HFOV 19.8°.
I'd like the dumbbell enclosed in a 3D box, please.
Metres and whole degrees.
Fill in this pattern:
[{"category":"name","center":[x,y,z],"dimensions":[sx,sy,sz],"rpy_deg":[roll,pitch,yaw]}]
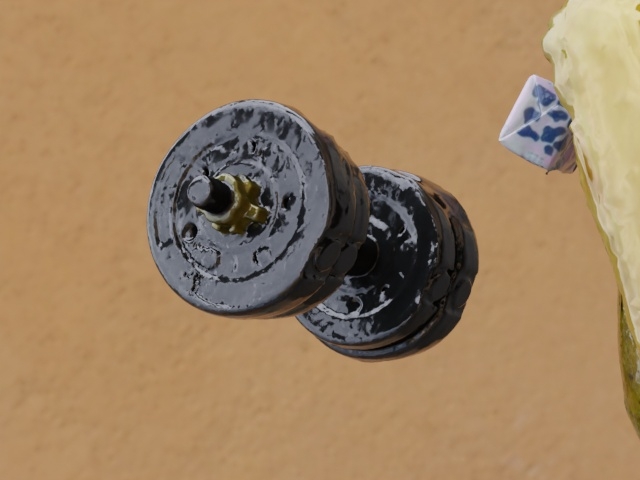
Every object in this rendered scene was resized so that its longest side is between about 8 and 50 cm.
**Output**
[{"category":"dumbbell","center":[0.000,0.000,1.585],"dimensions":[0.185,0.185,0.388],"rpy_deg":[-43,-28,15]}]

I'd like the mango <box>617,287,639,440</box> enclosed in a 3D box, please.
[{"category":"mango","center":[0.308,0.015,1.415],"dimensions":[0.330,0.176,0.175],"rpy_deg":[-62,21,-10]}]

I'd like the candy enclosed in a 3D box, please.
[{"category":"candy","center":[0.258,-0.125,2.043],"dimensions":[0.092,0.073,0.160],"rpy_deg":[-62,-16,9]}]

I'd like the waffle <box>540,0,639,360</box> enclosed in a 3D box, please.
[{"category":"waffle","center":[0.212,0.012,0.649],"dimensions":[0.247,0.221,0.055],"rpy_deg":[1,-24,-30]}]
